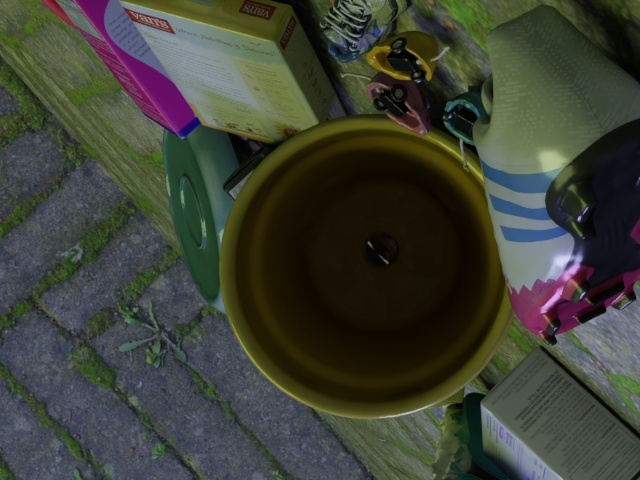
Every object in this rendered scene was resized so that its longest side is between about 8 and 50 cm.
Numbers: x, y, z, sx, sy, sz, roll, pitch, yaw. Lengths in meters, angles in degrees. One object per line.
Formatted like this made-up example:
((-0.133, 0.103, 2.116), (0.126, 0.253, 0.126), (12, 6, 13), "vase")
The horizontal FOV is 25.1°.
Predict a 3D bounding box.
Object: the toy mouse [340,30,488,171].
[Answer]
((0.089, -0.111, 1.123), (0.161, 0.031, 0.143), (8, 147, 51), "toy mouse")

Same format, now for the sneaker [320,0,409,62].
((0.030, -0.172, 1.108), (0.052, 0.058, 0.135), (45, 169, 11), "sneaker")

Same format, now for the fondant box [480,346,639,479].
((0.324, 0.288, 1.572), (0.330, 0.096, 0.238), (44, 170, 20), "fondant box")

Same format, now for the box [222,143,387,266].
((0.000, 0.000, 1.512), (0.231, 0.056, 0.183), (48, -173, -6), "box")

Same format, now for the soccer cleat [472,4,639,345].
((0.166, -0.041, 0.975), (0.143, 0.116, 0.331), (60, 173, 23), "soccer cleat")

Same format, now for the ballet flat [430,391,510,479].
((0.189, 0.331, 1.743), (0.147, 0.147, 0.409), (49, -161, -11), "ballet flat")

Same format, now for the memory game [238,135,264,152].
((-0.098, -0.154, 1.821), (0.186, 0.012, 0.186), (44, 170, 10), "memory game")

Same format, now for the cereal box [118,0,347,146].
((-0.076, -0.167, 1.399), (0.173, 0.047, 0.240), (18, 161, 23), "cereal box")

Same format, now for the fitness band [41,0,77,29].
((-0.378, -0.375, 2.000), (0.209, 0.054, 0.291), (53, 169, -35), "fitness band")

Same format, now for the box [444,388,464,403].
((0.140, 0.171, 1.862), (0.058, 0.087, 0.232), (7, 172, -4), "box")

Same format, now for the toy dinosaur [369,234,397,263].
((0.068, -0.010, 1.560), (0.112, 0.064, 0.211), (38, 167, 44), "toy dinosaur")

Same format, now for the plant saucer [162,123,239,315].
((-0.155, -0.041, 1.915), (0.317, 0.044, 0.317), (166, 90, -73), "plant saucer")

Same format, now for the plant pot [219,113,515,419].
((0.050, 0.017, 1.292), (0.254, 0.254, 0.239), (46, -175, 1), "plant pot")

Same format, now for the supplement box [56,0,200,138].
((-0.198, -0.240, 1.618), (0.114, 0.111, 0.220), (34, 163, 54), "supplement box")

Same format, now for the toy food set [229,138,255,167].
((-0.142, -0.088, 1.996), (0.192, 0.039, 0.132), (-154, 66, -64), "toy food set")
